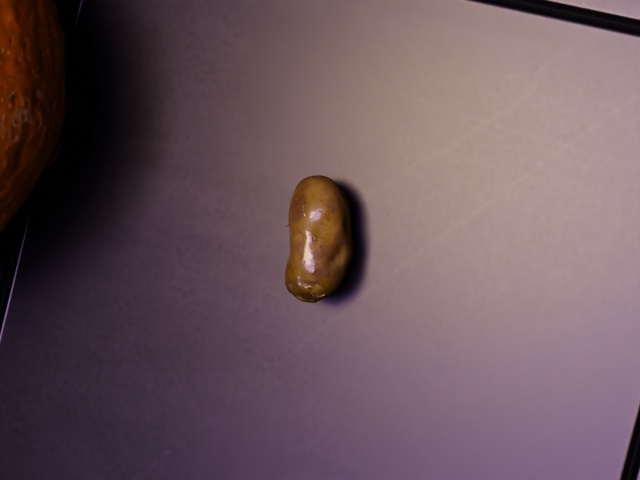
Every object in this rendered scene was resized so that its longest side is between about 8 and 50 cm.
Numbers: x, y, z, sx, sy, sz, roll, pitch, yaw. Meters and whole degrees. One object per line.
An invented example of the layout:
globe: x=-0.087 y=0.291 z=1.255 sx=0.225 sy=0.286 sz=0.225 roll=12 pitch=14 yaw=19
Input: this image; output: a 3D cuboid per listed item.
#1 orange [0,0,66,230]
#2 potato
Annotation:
orange: x=-0.358 y=-0.117 z=1.313 sx=0.341 sy=0.293 sz=0.340 roll=1 pitch=94 yaw=19
potato: x=0.000 y=0.000 z=1.301 sx=0.045 sy=0.046 sz=0.092 roll=-14 pitch=69 yaw=57
